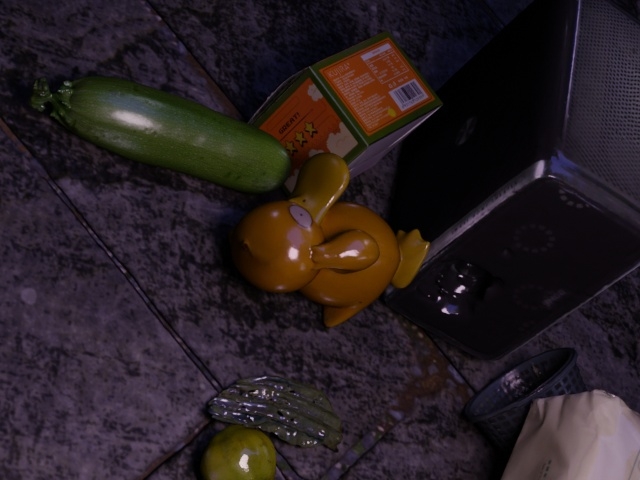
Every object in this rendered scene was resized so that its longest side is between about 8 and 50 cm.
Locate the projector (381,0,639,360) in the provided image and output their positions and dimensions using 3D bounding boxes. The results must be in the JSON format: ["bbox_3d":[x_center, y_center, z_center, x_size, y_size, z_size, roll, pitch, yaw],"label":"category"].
[{"bbox_3d":[0.297,-0.096,2.066,0.242,0.395,0.405,29,47,-17],"label":"projector"}]

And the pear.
[{"bbox_3d":[-0.091,0.264,1.733,0.092,0.092,0.097,-27,80,-46],"label":"pear"}]

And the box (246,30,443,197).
[{"bbox_3d":[0.028,-0.173,2.063,0.148,0.177,0.195,54,44,4],"label":"box"}]

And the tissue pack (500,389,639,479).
[{"bbox_3d":[0.341,0.415,1.815,0.297,0.207,0.380,36,66,-15],"label":"tissue pack"}]

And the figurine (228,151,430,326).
[{"bbox_3d":[0.003,0.008,1.926,0.228,0.215,0.215,45,38,-39],"label":"figurine"}]

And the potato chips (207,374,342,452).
[{"bbox_3d":[-0.056,0.209,1.841,0.207,0.028,0.092,19,50,-30],"label":"potato chips"}]

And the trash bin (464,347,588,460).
[{"bbox_3d":[0.312,0.255,2.015,0.161,0.175,0.175,56,43,-6],"label":"trash bin"}]

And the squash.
[{"bbox_3d":[-0.198,-0.141,1.919,0.378,0.101,0.101,18,52,-28],"label":"squash"}]
